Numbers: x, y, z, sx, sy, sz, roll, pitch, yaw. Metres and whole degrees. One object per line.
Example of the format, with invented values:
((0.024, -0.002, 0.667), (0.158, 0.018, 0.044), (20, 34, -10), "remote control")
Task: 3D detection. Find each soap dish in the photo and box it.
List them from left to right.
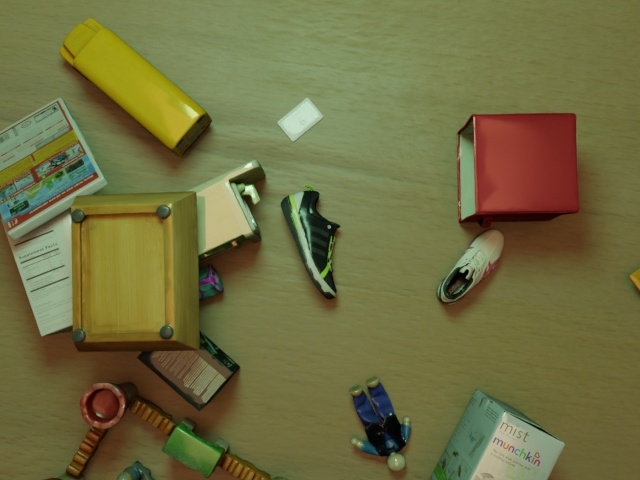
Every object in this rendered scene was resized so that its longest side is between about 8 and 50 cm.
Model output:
((-0.338, 0.058, 1.370), (0.229, 0.118, 0.291), (-1, 89, 5), "soap dish")

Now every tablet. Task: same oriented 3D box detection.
((-0.042, -0.250, 1.581), (0.083, 0.006, 0.054), (-40, 87, 0), "tablet")

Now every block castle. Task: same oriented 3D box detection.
((-0.302, 0.497, 1.445), (0.453, 0.213, 0.303), (31, 88, 3), "block castle")

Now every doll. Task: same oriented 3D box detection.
((0.118, 0.374, 1.520), (0.129, 0.046, 0.189), (-25, 93, -9), "doll")

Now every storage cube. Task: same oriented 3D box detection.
((0.374, -0.133, 1.473), (0.193, 0.183, 0.215), (-1, 86, 0), "storage cube")

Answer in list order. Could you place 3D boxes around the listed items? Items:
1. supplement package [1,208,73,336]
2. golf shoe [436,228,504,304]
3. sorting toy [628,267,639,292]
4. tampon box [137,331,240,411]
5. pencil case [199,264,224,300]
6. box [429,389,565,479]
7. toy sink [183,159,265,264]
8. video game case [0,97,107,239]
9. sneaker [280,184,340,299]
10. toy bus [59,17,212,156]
((-0.506, 0.050, 1.512), (0.134, 0.139, 0.244), (-20, 87, 2), "supplement package")
((0.305, 0.054, 1.514), (0.067, 0.086, 0.186), (38, 87, 5), "golf shoe")
((0.770, 0.006, 1.522), (0.347, 0.047, 0.196), (-23, 82, 0), "sorting toy")
((-0.256, 0.241, 1.502), (0.161, 0.120, 0.101), (41, 88, 4), "tampon box")
((-0.274, 0.103, 1.537), (0.151, 0.070, 0.064), (-22, 86, 0), "pencil case")
((0.309, 0.417, 1.405), (0.126, 0.262, 0.231), (28, 87, 2), "box")
((-0.197, -0.042, 1.502), (0.234, 0.153, 0.131), (-25, 86, -1), "toy sink")
((-0.554, -0.149, 1.499), (0.204, 0.025, 0.285), (-32, 53, -7), "video game case")
((0.000, 0.000, 1.527), (0.097, 0.084, 0.235), (-22, 86, -1), "sneaker")
((-0.378, -0.314, 1.533), (0.332, 0.130, 0.108), (41, 89, 3), "toy bus")
